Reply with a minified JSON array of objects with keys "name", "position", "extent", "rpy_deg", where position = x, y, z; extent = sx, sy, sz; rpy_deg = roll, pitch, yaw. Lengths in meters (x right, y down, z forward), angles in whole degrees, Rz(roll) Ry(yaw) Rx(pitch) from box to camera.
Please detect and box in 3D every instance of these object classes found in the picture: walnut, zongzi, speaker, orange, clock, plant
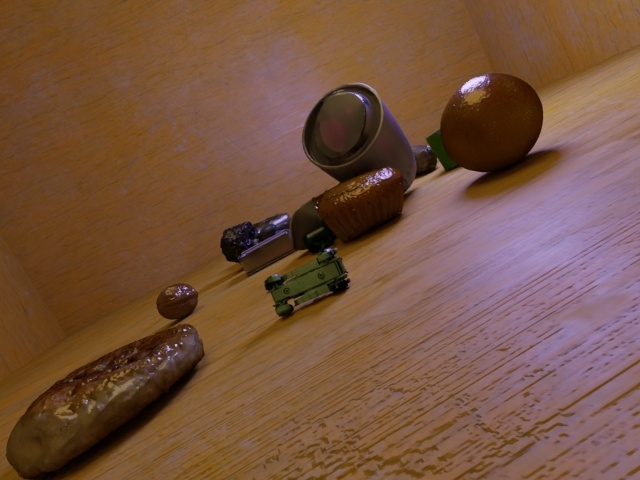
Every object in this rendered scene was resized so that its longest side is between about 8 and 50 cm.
[{"name":"walnut","position":[-0.418,0.178,1.206],"extent":[0.124,0.105,0.105],"rpy_deg":[-16,-1,-37]},{"name":"zongzi","position":[0.441,-0.338,1.645],"extent":[0.255,0.115,0.228],"rpy_deg":[-19,9,-20]},{"name":"speaker","position":[0.002,0.005,1.122],"extent":[0.075,0.060,0.094],"rpy_deg":[-30,44,-14]},{"name":"orange","position":[0.385,-0.265,0.933],"extent":[0.236,0.237,0.236],"rpy_deg":[-27,8,4]},{"name":"zongzi","position":[-0.225,-0.006,1.748],"extent":[0.259,0.123,0.289],"rpy_deg":[-22,23,-3]},{"name":"clock","position":[-0.179,0.037,1.406],"extent":[0.191,0.071,0.147],"rpy_deg":[-28,8,-4]},{"name":"plant","position":[-0.237,0.006,1.574],"extent":[0.274,0.149,0.147],"rpy_deg":[-10,55,7]}]

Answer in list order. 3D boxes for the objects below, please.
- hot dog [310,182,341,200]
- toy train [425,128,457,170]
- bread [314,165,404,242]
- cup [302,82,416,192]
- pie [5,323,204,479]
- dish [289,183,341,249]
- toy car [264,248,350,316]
[{"name":"hot dog","position":[0.058,-0.167,1.732],"extent":[0.195,0.122,0.272],"rpy_deg":[-25,10,17]},{"name":"toy train","position":[0.515,-0.370,1.374],"extent":[0.248,0.174,0.307],"rpy_deg":[-32,3,42]},{"name":"bread","position":[0.112,-0.099,1.058],"extent":[0.239,0.139,0.240],"rpy_deg":[-27,8,4]},{"name":"cup","position":[0.133,-0.271,1.241],"extent":[0.253,0.254,0.371],"rpy_deg":[-24,-26,23]},{"name":"pie","position":[-0.328,0.229,0.655],"extent":[0.314,0.093,0.315],"rpy_deg":[-27,6,3]},{"name":"dish","position":[0.009,-0.051,1.209],"extent":[0.234,0.154,0.064],"rpy_deg":[-32,45,-30]},{"name":"toy car","position":[-0.023,0.071,0.695],"extent":[0.143,0.073,0.054],"rpy_deg":[-27,-8,11]}]
